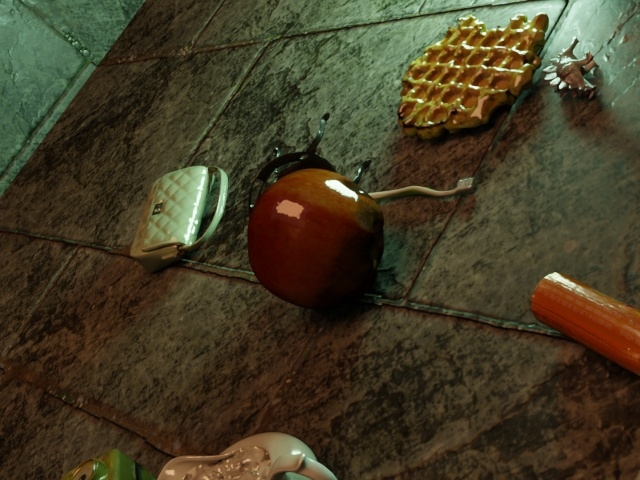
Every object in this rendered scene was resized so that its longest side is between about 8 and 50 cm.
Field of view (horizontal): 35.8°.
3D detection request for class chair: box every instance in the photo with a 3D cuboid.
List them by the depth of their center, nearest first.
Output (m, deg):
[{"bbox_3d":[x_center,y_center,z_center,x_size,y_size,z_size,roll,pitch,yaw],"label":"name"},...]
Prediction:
[{"bbox_3d":[-0.031,-0.096,1.762,0.149,0.174,0.213,-24,28,38],"label":"chair"}]

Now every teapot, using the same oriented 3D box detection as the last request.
[{"bbox_3d":[-0.089,0.346,1.356,0.298,0.139,0.204,-17,31,33],"label":"teapot"}]

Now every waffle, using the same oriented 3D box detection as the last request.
[{"bbox_3d":[0.259,-0.295,1.733,0.300,0.058,0.282,-11,48,42],"label":"waffle"}]

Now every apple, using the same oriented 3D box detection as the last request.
[{"bbox_3d":[0.000,0.000,1.585,0.230,0.230,0.230,-31,36,25],"label":"apple"}]

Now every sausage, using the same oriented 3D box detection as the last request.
[{"bbox_3d":[0.349,0.106,1.176,0.071,0.071,0.234,-51,32,-5],"label":"sausage"}]

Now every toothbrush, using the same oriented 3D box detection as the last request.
[{"bbox_3d":[0.153,-0.077,1.655,0.263,0.022,0.026,-7,64,46],"label":"toothbrush"}]

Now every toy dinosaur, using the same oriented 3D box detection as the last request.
[{"bbox_3d":[0.396,-0.259,1.543,0.082,0.039,0.209,-41,22,16],"label":"toy dinosaur"}]

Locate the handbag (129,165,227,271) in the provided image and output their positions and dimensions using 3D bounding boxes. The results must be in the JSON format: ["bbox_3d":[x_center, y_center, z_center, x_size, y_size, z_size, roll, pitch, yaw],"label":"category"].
[{"bbox_3d":[-0.290,-0.061,2.114,0.219,0.079,0.256,-20,43,31],"label":"handbag"}]

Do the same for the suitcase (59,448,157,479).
[{"bbox_3d":[-0.356,0.451,1.551,0.194,0.143,0.235,-42,24,8],"label":"suitcase"}]

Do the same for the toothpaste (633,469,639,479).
[{"bbox_3d":[0.318,0.305,1.032,0.218,0.041,0.064,-50,26,-11],"label":"toothpaste"}]
